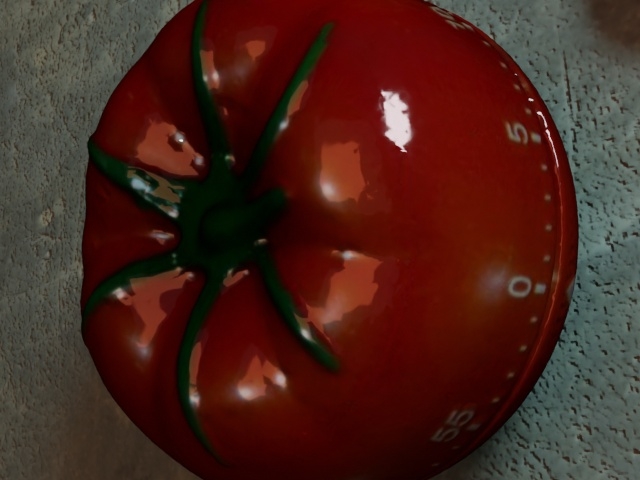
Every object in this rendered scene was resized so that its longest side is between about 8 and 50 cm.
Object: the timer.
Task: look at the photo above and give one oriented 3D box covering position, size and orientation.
[{"bbox_3d":[0.000,0.000,0.738,0.378,0.279,0.378,-7,79,38],"label":"timer"}]
